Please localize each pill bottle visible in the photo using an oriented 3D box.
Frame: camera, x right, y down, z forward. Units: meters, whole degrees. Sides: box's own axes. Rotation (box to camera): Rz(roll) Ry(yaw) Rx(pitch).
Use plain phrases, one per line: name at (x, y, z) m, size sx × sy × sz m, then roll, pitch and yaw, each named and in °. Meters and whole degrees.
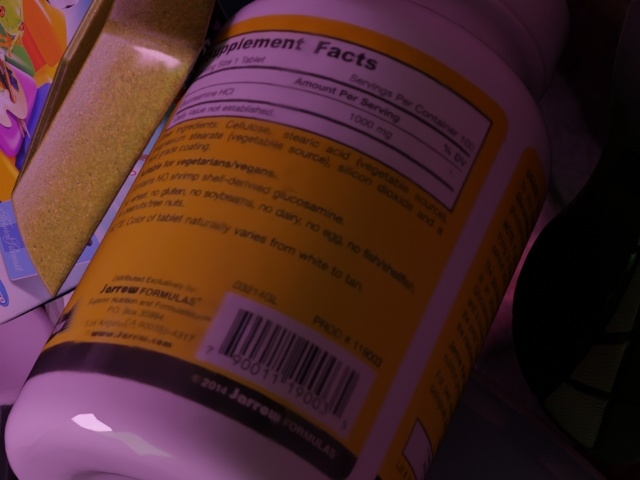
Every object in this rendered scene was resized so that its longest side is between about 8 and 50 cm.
pill bottle at (-0.294, 0.166, 1.738) m, size 0.130 × 0.130 × 0.245 m, roll 45°, pitch 145°, yaw 26°
pill bottle at (0.000, 0.000, 0.966) m, size 0.188 × 0.334 × 0.188 m, roll 21°, pitch 153°, yaw 11°

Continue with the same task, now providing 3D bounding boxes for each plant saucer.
plant saucer at (-0.109, -0.095, 1.062) m, size 0.045 × 0.188 × 0.188 m, roll 26°, pitch 128°, yaw -13°

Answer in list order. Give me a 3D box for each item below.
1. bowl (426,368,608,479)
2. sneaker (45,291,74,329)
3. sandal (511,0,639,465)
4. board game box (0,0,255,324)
bowl at (0.067, 0.171, 1.123) m, size 0.311 × 0.163 × 0.311 m, roll 40°, pitch 172°, yaw 7°
sneaker at (-0.173, -0.003, 1.466) m, size 0.108 × 0.100 × 0.271 m, roll 45°, pitch 145°, yaw 36°
sandal at (0.182, -0.013, 0.963) m, size 0.120 × 0.086 × 0.303 m, roll 44°, pitch 130°, yaw 37°
board game box at (-0.138, -0.119, 1.245) m, size 0.336 × 0.079 × 0.254 m, roll -26°, pitch 92°, yaw 40°
